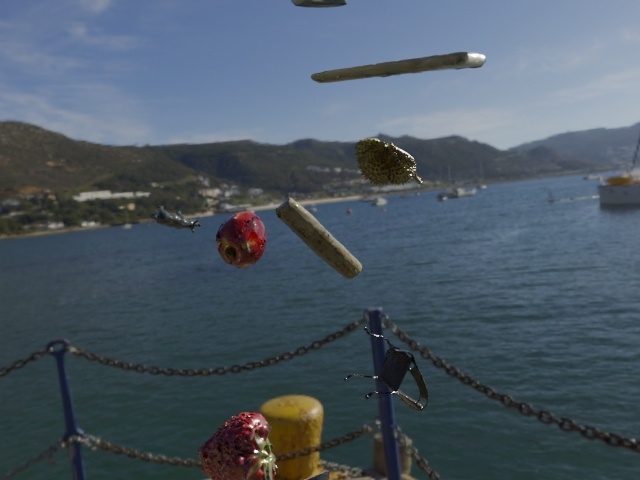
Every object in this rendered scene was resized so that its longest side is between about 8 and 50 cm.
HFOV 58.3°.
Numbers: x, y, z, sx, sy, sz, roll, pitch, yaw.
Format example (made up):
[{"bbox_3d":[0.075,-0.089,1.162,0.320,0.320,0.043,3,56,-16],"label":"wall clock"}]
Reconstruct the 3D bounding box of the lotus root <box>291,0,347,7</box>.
[{"bbox_3d":[-0.019,-0.649,1.345,0.119,0.234,0.138,-11,1,-12],"label":"lotus root"}]

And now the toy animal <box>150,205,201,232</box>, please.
[{"bbox_3d":[-0.380,-0.052,1.539,0.136,0.047,0.065,18,9,-40],"label":"toy animal"}]

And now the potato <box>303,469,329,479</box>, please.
[{"bbox_3d":[-0.017,0.670,1.588,0.093,0.037,0.036,-19,-15,-14],"label":"potato"}]

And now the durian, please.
[{"bbox_3d":[0.160,-0.172,1.366,0.208,0.102,0.146,22,-1,-32],"label":"durian"}]

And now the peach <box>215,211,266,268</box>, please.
[{"bbox_3d":[-0.197,-0.010,1.517,0.092,0.127,0.172,-16,34,37],"label":"peach"}]

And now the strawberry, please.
[{"bbox_3d":[-0.210,0.539,1.457,0.202,0.186,0.184,-11,39,10],"label":"strawberry"}]

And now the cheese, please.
[{"bbox_3d":[0.145,-0.358,1.197,0.400,0.034,0.085,8,17,44],"label":"cheese"}]

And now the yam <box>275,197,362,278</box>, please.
[{"bbox_3d":[0.000,0.000,1.539,0.071,0.317,0.067,-41,30,11],"label":"yam"}]

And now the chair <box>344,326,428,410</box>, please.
[{"bbox_3d":[0.188,0.342,1.464,0.213,0.149,0.174,30,-4,-31],"label":"chair"}]
